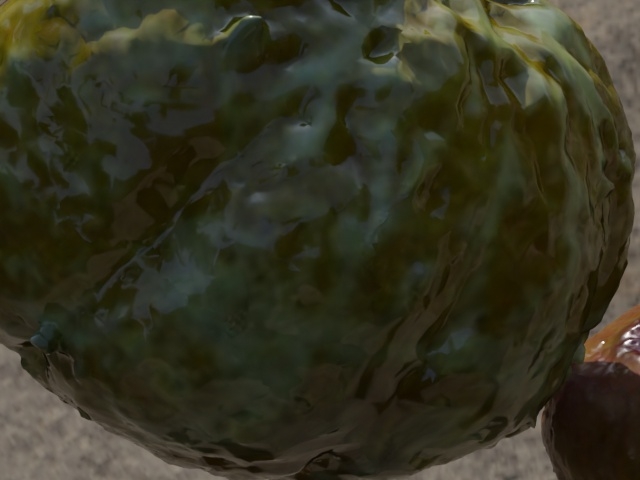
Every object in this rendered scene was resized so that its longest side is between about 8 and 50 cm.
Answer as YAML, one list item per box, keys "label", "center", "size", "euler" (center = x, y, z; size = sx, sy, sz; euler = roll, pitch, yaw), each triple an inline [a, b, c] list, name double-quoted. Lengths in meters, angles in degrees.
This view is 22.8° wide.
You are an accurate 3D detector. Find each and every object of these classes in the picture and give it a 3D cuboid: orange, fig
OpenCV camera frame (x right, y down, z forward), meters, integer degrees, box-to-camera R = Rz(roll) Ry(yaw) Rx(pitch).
- label: "orange"
  center: [0.000, 0.000, 0.720]
  size: [0.271, 0.368, 0.210]
  euler: [-45, 45, 33]
- label: "fig"
  center: [0.218, 0.147, 0.906]
  size: [0.159, 0.257, 0.159]
  euler: [-12, 36, 9]
